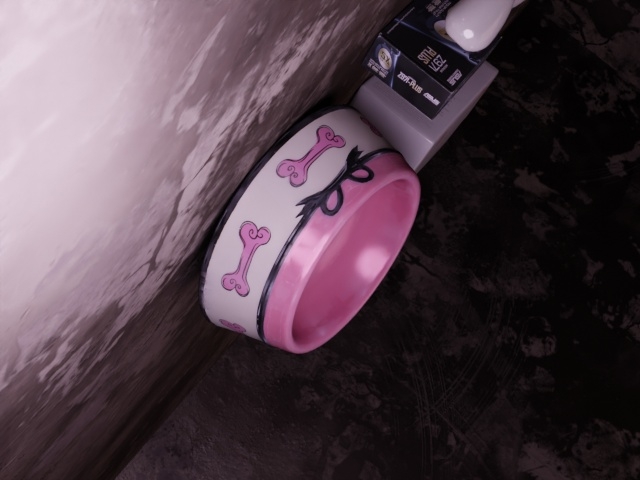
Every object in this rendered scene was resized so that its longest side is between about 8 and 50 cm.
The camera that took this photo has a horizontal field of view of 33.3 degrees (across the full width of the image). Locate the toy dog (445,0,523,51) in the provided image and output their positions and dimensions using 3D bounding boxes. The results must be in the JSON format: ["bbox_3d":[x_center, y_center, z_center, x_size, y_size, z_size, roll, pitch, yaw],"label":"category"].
[{"bbox_3d":[0.273,-0.426,1.482,0.333,0.220,0.161,-33,-149,-9],"label":"toy dog"}]

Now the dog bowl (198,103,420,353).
[{"bbox_3d":[0.000,0.000,1.667,0.408,0.150,0.408,-46,158,-25],"label":"dog bowl"}]

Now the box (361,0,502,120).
[{"bbox_3d":[0.179,-0.303,1.705,0.180,0.147,0.077,-47,176,-37],"label":"box"}]

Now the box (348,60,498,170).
[{"bbox_3d":[0.166,-0.238,2.048,0.345,0.168,0.215,-46,174,-49],"label":"box"}]
